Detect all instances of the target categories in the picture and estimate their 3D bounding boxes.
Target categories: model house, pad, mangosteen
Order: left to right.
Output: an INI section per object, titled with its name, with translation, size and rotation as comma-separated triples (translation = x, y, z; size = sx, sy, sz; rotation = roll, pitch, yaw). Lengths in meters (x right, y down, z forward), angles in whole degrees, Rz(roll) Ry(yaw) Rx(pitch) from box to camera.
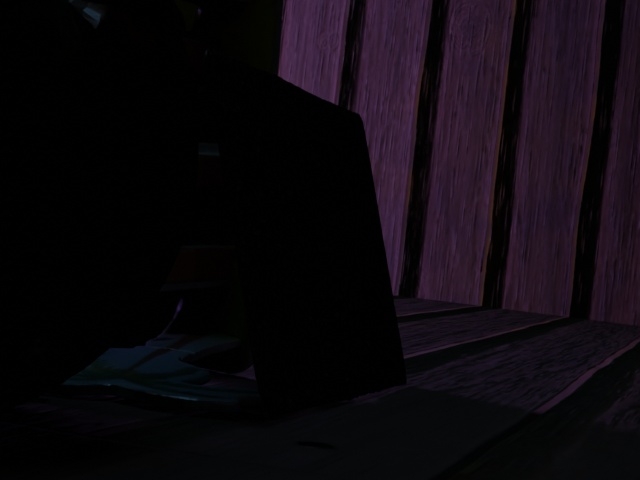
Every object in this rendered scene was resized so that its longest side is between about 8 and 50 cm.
[mangosteen]
translation = -0.208, -0.050, 0.654
size = 0.311, 0.311, 0.311
rotation = 6, 1, 0
[model house]
translation = -0.156, -0.048, 0.891
size = 0.340, 0.300, 0.323
rotation = 8, 7, 38
[pad]
translation = 0.000, 0.000, 0.929
size = 0.004, 0.220, 0.330
rotation = -11, -6, 17
